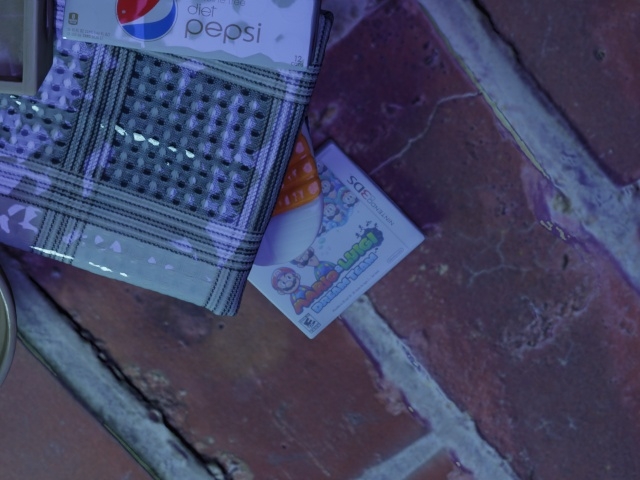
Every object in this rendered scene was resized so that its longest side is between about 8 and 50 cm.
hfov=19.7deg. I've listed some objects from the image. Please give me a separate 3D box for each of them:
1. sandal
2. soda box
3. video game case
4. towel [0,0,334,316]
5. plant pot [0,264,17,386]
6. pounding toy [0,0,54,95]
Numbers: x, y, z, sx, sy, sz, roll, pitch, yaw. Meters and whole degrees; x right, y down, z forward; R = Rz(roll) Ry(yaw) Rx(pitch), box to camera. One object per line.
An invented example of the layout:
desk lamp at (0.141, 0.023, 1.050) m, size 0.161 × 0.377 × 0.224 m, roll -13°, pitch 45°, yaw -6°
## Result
sandal at (-0.055, -0.110, 1.729) m, size 0.102 × 0.076 × 0.265 m, roll -9°, pitch 105°, yaw 11°
soda box at (-0.110, -0.199, 1.592) m, size 0.216 × 0.069 × 0.074 m, roll 8°, pitch 103°, yaw 3°
video game case at (0.000, 0.000, 1.814) m, size 0.157 × 0.019 × 0.143 m, roll -42°, pitch 112°, yaw 9°
towel at (-0.183, -0.118, 1.675) m, size 0.324 × 0.056 × 0.312 m, roll 21°, pitch 109°, yaw 2°
plant pot at (-0.404, 0.065, 1.731) m, size 0.237 × 0.110 × 0.237 m, roll -3°, pitch 112°, yaw -7°
pounding toy at (-0.340, -0.184, 1.604) m, size 0.206 × 0.094 × 0.181 m, roll 5°, pitch 115°, yaw 1°
